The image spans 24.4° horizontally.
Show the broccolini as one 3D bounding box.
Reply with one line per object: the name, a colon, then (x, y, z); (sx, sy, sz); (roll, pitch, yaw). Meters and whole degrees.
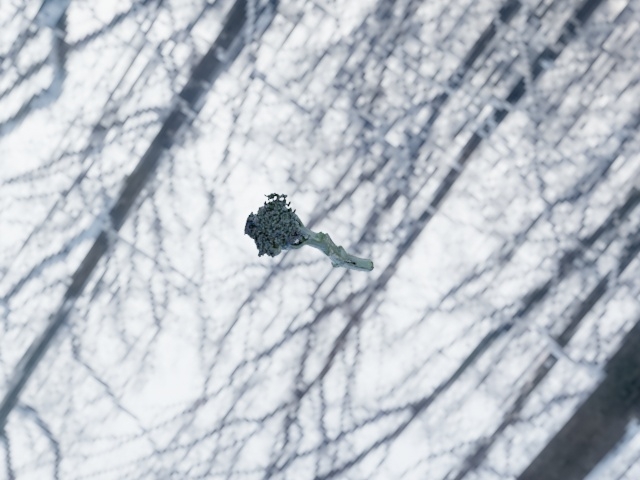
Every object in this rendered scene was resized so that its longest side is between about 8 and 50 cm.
broccolini: (0.000, -0.001, 1.208); (0.042, 0.044, 0.218); (65, -162, 17)
